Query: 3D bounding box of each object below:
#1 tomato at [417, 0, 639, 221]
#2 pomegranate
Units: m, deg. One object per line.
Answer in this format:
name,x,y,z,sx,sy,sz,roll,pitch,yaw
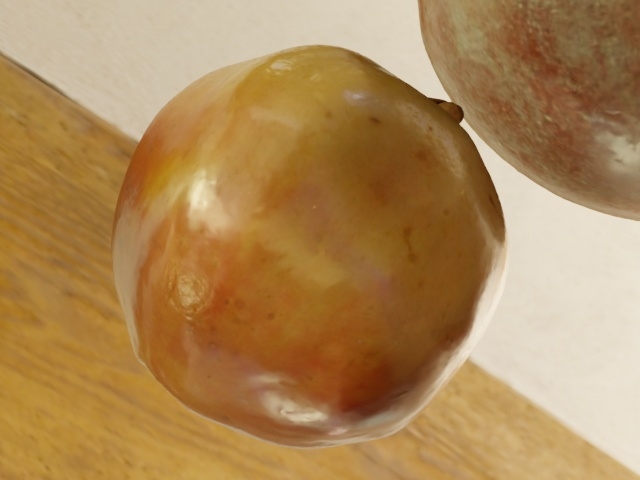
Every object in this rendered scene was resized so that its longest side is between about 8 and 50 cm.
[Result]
tomato,0.207,-0.167,1.065,0.317,0.283,0.316,-4,-85,-54
pomegranate,-0.003,0.005,0.898,0.209,0.209,0.209,-12,-66,-28
